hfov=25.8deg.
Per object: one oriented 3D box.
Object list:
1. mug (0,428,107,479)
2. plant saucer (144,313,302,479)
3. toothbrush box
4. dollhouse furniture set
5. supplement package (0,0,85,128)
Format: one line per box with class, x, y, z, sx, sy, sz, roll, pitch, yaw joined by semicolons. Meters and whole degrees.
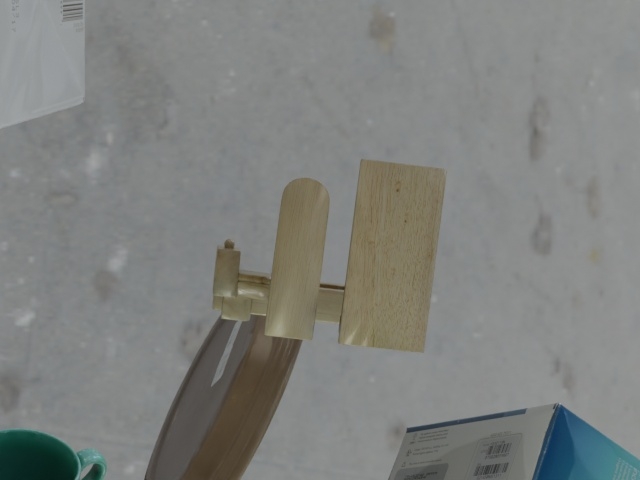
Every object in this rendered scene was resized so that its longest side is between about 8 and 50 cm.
mug;-0.328;0.292;1.583;0.129;0.158;0.097;-92;-167;-61
plant saucer;-0.090;0.143;1.251;0.041;0.278;0.277;28;65;-12
toothbrush box;0.225;0.276;1.227;0.295;0.216;0.126;35;62;-20
dollhouse furniture set;0.000;0.000;0.990;0.151;0.144;0.123;-129;-134;-84
supplement package;-0.340;-0.187;1.032;0.175;0.293;0.177;-48;142;-73
